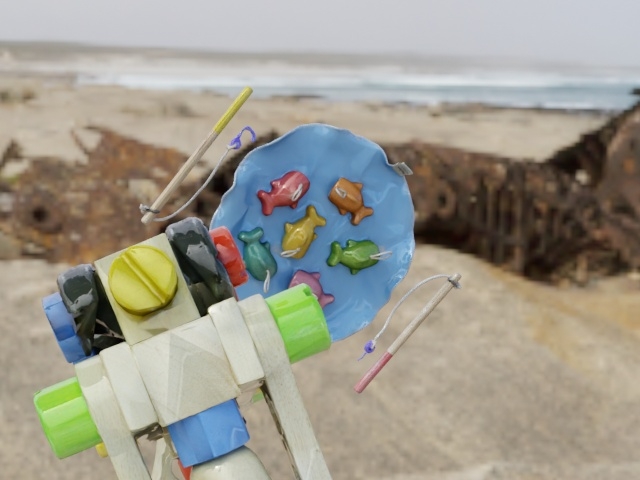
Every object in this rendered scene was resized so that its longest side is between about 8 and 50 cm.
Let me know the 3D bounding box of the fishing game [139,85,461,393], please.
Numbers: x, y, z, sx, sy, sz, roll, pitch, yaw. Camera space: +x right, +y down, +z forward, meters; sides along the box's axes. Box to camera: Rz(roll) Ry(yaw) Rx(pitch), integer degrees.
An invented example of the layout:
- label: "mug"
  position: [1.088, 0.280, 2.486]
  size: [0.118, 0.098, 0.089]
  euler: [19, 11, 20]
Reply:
- label: "fishing game"
  position: [0.000, 0.000, 1.089]
  size: [0.264, 0.189, 0.041]
  euler: [45, -6, -24]

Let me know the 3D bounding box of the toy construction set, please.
- label: "toy construction set"
  position: [-0.058, 0.111, 0.631]
  size: [0.151, 0.215, 0.327]
  euler: [-21, -9, -24]
